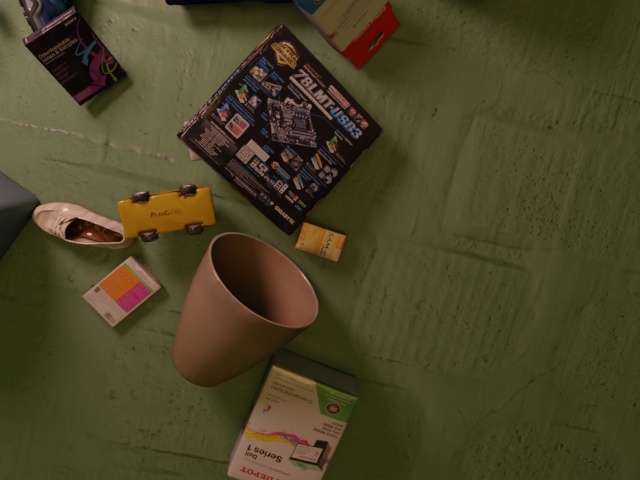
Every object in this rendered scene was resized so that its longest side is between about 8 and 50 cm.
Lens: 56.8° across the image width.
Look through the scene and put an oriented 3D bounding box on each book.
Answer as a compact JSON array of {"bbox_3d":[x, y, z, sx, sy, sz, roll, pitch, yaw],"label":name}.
[{"bbox_3d":[-0.432,0.110,1.293,0.144,0.035,0.096,-38,102,6],"label":"book"}]

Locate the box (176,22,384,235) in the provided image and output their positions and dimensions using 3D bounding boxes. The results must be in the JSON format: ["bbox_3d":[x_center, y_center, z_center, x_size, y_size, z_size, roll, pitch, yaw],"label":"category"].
[{"bbox_3d":[-0.073,-0.211,1.166,0.295,0.073,0.293,42,87,-22],"label":"box"}]

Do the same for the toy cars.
[{"bbox_3d":[-0.248,-0.143,1.225,0.176,0.087,0.393,40,94,-19],"label":"toy cars"}]

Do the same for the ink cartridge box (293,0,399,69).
[{"bbox_3d":[0.045,-0.453,1.137,0.134,0.231,0.078,-46,54,7],"label":"ink cartridge box"}]

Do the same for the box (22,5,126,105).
[{"bbox_3d":[-0.475,-0.355,1.152,0.116,0.029,0.162,-34,141,-1],"label":"box"}]

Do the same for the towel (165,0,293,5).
[{"bbox_3d":[-0.158,-0.574,1.156,0.308,0.076,0.227,-2,93,0],"label":"towel"}]

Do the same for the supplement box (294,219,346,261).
[{"bbox_3d":[0.000,0.000,1.275,0.098,0.036,0.062,18,100,-4],"label":"supplement box"}]

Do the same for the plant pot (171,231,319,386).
[{"bbox_3d":[-0.186,0.168,1.216,0.256,0.256,0.274,37,114,-7],"label":"plant pot"}]

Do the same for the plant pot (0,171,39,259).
[{"bbox_3d":[-0.766,-0.042,1.150,0.248,0.252,0.247,38,97,-7],"label":"plant pot"}]

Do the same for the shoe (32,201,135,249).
[{"bbox_3d":[-0.505,-0.031,1.252,0.219,0.058,0.076,14,100,-3],"label":"shoe"}]

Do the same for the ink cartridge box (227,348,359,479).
[{"bbox_3d":[-0.061,0.409,1.308,0.201,0.117,0.278,22,100,-4],"label":"ink cartridge box"}]

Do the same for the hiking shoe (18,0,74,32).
[{"bbox_3d":[-0.514,-0.496,1.143,0.132,0.113,0.304,-16,107,-9],"label":"hiking shoe"}]
